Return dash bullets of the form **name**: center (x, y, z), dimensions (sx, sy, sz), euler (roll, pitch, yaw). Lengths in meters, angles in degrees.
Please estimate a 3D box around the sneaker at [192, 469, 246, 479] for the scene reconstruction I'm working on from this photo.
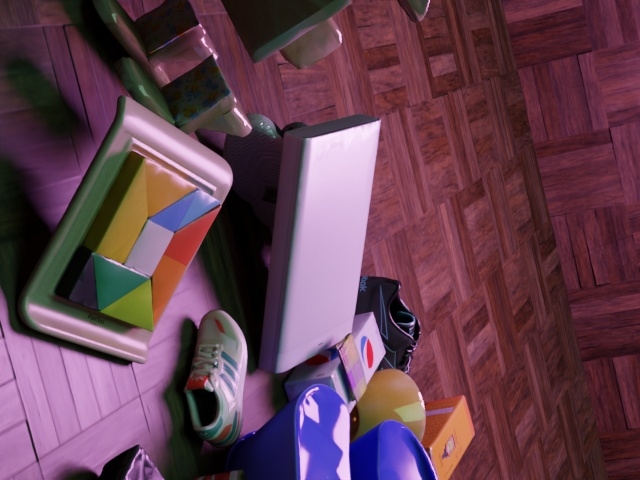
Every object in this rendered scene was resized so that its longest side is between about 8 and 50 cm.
- **sneaker**: center (-0.120, 0.301, 1.401), dimensions (0.118, 0.067, 0.042), euler (-81, 161, -49)

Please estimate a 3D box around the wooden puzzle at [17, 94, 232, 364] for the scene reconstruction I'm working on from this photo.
- **wooden puzzle**: center (-0.182, -0.001, 1.303), dimensions (0.221, 0.044, 0.239), euler (31, 81, -61)

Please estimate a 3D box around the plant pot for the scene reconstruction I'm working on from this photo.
- **plant pot**: center (0.068, 0.250, 1.831), dimensions (0.095, 0.134, 0.134), euler (2, 76, -40)

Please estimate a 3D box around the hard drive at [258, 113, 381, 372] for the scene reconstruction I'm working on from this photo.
- **hard drive**: center (0.000, 0.000, 1.687), dimensions (0.203, 0.040, 0.308), euler (-22, 124, -58)

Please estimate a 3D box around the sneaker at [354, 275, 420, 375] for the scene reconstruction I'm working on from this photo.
- **sneaker**: center (0.102, 0.169, 1.955), dimensions (0.101, 0.106, 0.267), euler (-69, 144, -56)

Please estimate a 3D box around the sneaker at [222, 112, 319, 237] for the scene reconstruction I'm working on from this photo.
- **sneaker**: center (-0.053, -0.113, 1.729), dimensions (0.269, 0.101, 0.153), euler (60, 27, -50)

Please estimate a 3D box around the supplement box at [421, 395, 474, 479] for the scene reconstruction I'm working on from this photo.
- **supplement box**: center (0.185, 0.333, 2.118), dimensions (0.233, 0.080, 0.078), euler (-38, 114, -67)

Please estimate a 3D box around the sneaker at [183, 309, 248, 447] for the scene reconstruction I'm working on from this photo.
- **sneaker**: center (-0.123, 0.152, 1.480), dimensions (0.075, 0.057, 0.161), euler (41, 46, -65)

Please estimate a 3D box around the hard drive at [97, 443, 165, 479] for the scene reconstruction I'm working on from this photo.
- **hard drive**: center (-0.168, 0.348, 1.281), dimensions (0.172, 0.054, 0.255), euler (-70, 143, -52)

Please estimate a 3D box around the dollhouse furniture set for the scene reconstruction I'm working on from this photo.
- **dollhouse furniture set**: center (-0.101, -0.362, 1.418), dimensions (0.256, 0.362, 0.394), euler (51, 9, -48)

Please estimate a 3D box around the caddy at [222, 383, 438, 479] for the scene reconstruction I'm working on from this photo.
- **caddy**: center (0.007, 0.335, 1.492), dimensions (0.241, 0.179, 0.341), euler (29, 31, -23)

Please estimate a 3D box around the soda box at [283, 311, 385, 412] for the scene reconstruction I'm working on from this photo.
- **soda box**: center (0.023, 0.176, 1.801), dimensions (0.216, 0.073, 0.069), euler (-48, 124, -63)

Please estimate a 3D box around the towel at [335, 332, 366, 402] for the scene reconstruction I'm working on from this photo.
- **towel**: center (0.042, 0.169, 1.736), dimensions (0.060, 0.009, 0.083), euler (-45, 120, -65)
